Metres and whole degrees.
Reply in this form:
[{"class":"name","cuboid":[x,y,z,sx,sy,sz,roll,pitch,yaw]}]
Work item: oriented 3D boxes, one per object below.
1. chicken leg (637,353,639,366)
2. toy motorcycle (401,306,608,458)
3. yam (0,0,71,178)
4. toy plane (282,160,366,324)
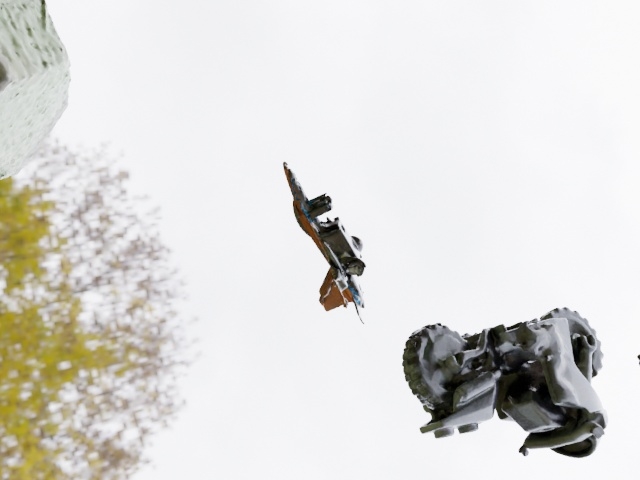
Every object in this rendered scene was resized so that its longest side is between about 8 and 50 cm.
[{"class":"chicken leg","cuboid":[0.353,0.077,0.796,0.304,0.093,0.113,-1,-45,29]},{"class":"toy motorcycle","cuboid":[0.194,0.148,1.243,0.106,0.270,0.159,-29,-108,48]},{"class":"yam","cuboid":[-0.299,-0.171,0.913,0.201,0.202,0.271,-35,-94,23]},{"class":"toy plane","cuboid":[0.011,-0.004,1.342,0.062,0.135,0.188,-13,-68,7]}]
